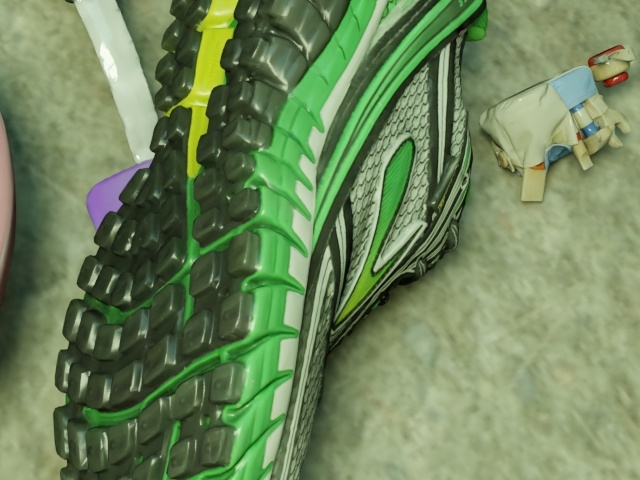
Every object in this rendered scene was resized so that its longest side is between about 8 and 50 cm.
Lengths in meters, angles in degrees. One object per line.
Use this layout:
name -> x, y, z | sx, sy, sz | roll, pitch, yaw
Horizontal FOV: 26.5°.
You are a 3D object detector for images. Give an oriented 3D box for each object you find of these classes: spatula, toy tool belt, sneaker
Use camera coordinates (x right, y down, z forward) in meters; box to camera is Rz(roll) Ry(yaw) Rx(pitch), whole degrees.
spatula -> -0.099, -0.093, 0.643 | 0.084, 0.030, 0.296 | -21, 80, -19
toy tool belt -> 0.122, -0.056, 0.660 | 0.083, 0.052, 0.051 | -27, 96, -17
sneaker -> 0.000, 0.000, 0.556 | 0.146, 0.134, 0.344 | 28, 68, -31

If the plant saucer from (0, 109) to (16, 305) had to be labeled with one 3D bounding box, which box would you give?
plant saucer -> -0.290, 0.006, 0.551 | 0.332, 0.084, 0.332 | 3, 58, -5
